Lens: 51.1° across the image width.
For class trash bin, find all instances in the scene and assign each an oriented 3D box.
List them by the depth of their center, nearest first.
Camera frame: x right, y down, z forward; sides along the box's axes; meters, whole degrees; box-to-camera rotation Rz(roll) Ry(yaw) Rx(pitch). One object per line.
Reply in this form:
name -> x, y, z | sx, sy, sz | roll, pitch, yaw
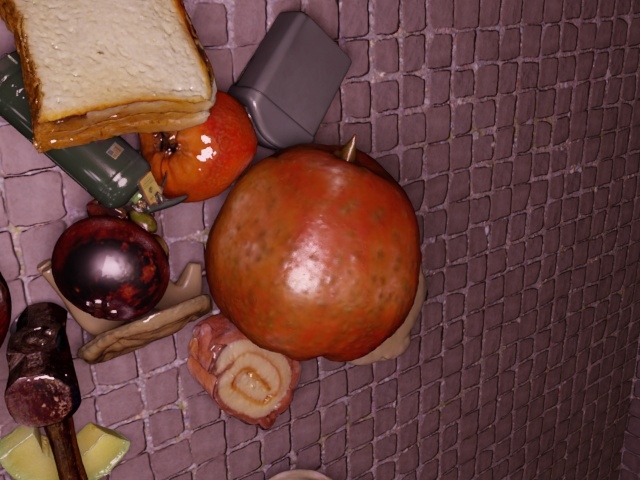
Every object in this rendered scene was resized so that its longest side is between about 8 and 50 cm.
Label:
trash bin -> -0.060, -0.281, 1.241 | 0.177, 0.101, 0.236 | 34, 81, -39

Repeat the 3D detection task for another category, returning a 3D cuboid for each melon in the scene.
melon -> -0.453, 0.368, 1.166 | 0.209, 0.064, 0.118 | 29, 86, -38

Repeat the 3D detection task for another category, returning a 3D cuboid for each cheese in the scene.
cheese -> 0.110, 0.130, 1.504 | 0.318, 0.115, 0.326 | -43, 128, -19

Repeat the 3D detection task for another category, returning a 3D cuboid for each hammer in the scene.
hammer -> -0.399, 0.322, 1.058 | 0.095, 0.242, 0.408 | -15, 112, -19

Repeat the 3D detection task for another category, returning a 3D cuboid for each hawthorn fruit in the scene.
hawthorn fruit -> -0.188, -0.163, 1.126 | 0.225, 0.197, 0.196 | -17, 116, -56
hawthorn fruit -> 0.000, 0.000, 1.171 | 0.403, 0.403, 0.402 | -13, 113, -35

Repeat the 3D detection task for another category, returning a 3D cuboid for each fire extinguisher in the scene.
fire extinguisher -> -0.341, -0.141, 0.983 | 0.311, 0.095, 0.114 | 44, 54, -10

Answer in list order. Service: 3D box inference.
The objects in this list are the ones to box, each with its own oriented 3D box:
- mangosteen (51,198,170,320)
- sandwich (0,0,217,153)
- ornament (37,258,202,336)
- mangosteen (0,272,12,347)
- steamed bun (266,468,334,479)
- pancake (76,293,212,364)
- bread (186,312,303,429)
mangosteen -> -0.315, 0.026, 1.037 | 0.200, 0.200, 0.199 | -13, 113, -35
sandwich -> -0.307, -0.286, 0.947 | 0.271, 0.099, 0.301 | -13, 73, -37
ornament -> -0.324, 0.074, 1.169 | 0.230, 0.061, 0.244 | -42, 123, -23
mangosteen -> -0.524, 0.116, 0.889 | 0.236, 0.261, 0.235 | -27, 131, -35
steamed bun -> -0.036, 0.642, 1.477 | 0.347, 0.237, 0.394 | 20, 123, -19
pancake -> -0.291, 0.154, 1.134 | 0.236, 0.222, 0.042 | -23, 83, -3
bread -> -0.155, 0.241, 1.320 | 0.244, 0.123, 0.190 | 42, 75, -40
